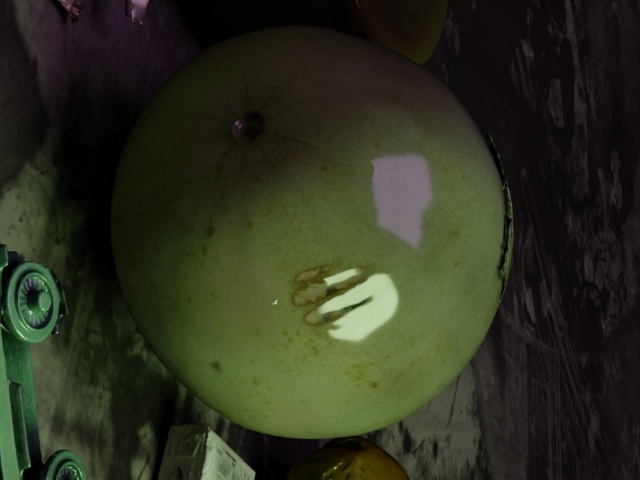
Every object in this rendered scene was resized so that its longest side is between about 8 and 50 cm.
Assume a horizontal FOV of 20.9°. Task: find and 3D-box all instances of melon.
[{"bbox_3d":[0.000,0.000,1.178,0.330,0.268,0.269,60,33,-59],"label":"melon"}]

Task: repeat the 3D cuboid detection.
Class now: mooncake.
[{"bbox_3d":[-0.004,-0.260,1.357,0.284,0.155,0.284,-5,90,-69],"label":"mooncake"}]

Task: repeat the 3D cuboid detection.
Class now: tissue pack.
[{"bbox_3d":[-0.082,0.175,1.235,0.083,0.042,0.062,53,40,-51],"label":"tissue pack"}]

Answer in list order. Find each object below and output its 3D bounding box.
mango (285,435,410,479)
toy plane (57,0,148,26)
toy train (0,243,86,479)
[{"bbox_3d":[0.036,0.272,1.366,0.151,0.156,0.249,-23,114,-28],"label":"mango"},{"bbox_3d":[-0.150,-0.227,1.126,0.135,0.062,0.188,-55,139,-18],"label":"toy plane"},{"bbox_3d":[-0.195,0.094,0.937,0.132,0.083,0.200,-19,102,-63],"label":"toy train"}]
